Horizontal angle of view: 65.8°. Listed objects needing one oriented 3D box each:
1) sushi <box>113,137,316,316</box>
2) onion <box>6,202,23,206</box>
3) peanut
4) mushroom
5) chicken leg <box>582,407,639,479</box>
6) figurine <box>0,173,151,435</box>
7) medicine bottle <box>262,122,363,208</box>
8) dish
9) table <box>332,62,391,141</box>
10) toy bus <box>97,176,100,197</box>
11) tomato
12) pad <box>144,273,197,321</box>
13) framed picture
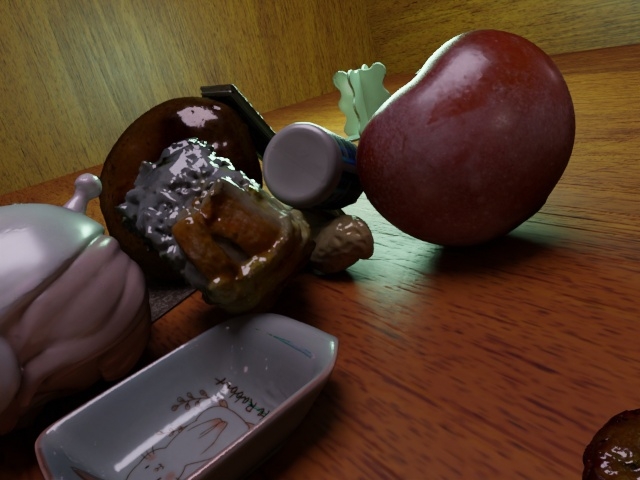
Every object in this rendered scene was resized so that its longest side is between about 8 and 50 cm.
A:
[{"bbox_3d":[-0.109,-0.004,0.565,0.139,0.184,0.274,-49,-6,-12],"label":"sushi"},{"bbox_3d":[-0.511,0.038,0.817,0.248,0.161,0.248,-32,10,6],"label":"onion"},{"bbox_3d":[0.000,0.000,0.672,0.082,0.082,0.187,-30,25,-35],"label":"peanut"},{"bbox_3d":[-0.218,-0.070,0.780,0.267,0.254,0.267,3,63,-7],"label":"mushroom"},{"bbox_3d":[0.202,0.133,0.263,0.106,0.051,0.253,17,35,42],"label":"chicken leg"},{"bbox_3d":[-0.340,0.096,0.466,0.361,0.211,0.253,-26,24,-25],"label":"figurine"},{"bbox_3d":[0.005,-0.097,0.692,0.107,0.107,0.191,-5,0,21],"label":"medicine bottle"},{"bbox_3d":[-0.084,0.141,0.397,0.234,0.064,0.154,-30,27,-34],"label":"dish"},{"bbox_3d":[0.129,-0.412,1.463,0.166,0.198,0.166,-12,21,5],"label":"table"},{"bbox_3d":[-0.264,-0.086,0.936,0.275,0.167,0.138,-27,25,-28],"label":"toy bus"},{"bbox_3d":[0.185,-0.113,0.623,0.270,0.227,0.270,-43,-7,-6],"label":"tomato"},{"bbox_3d":[-0.270,0.093,0.715,0.158,0.003,0.235,0,25,32],"label":"pad"},{"bbox_3d":[-0.088,-0.150,0.864,0.019,0.296,0.232,-47,27,-6],"label":"framed picture"}]
